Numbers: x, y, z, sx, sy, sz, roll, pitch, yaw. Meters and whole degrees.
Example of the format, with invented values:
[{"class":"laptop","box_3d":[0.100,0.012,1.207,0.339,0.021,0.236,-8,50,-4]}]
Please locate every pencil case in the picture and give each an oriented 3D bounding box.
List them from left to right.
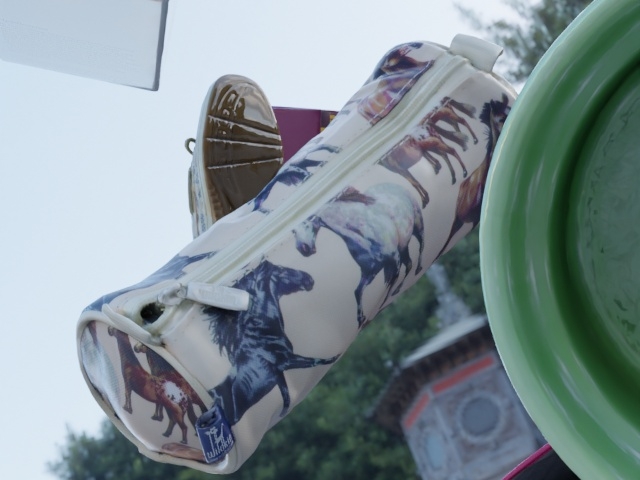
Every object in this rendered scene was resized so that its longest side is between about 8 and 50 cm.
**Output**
[{"class":"pencil case","box_3d":[0.000,0.000,1.008,0.410,0.160,0.183,-43,-16,-27]}]

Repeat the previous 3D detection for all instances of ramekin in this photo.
[{"class":"ramekin","box_3d":[0.239,-0.001,0.630,0.303,0.303,0.148,-31,-2,16]}]

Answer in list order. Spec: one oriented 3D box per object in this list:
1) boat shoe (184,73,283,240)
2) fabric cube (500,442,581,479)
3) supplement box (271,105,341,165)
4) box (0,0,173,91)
[{"class":"boat shoe","box_3d":[-0.104,-0.041,1.396,0.104,0.285,0.089,9,-16,-33]},{"class":"fabric cube","box_3d":[0.251,0.340,1.112,0.254,0.259,0.258,-45,-27,15]},{"class":"supplement box","box_3d":[-0.004,-0.140,1.855,0.081,0.104,0.188,4,5,20]},{"class":"box","box_3d":[-0.203,-0.287,1.150,0.168,0.215,0.345,11,-8,-8]}]
